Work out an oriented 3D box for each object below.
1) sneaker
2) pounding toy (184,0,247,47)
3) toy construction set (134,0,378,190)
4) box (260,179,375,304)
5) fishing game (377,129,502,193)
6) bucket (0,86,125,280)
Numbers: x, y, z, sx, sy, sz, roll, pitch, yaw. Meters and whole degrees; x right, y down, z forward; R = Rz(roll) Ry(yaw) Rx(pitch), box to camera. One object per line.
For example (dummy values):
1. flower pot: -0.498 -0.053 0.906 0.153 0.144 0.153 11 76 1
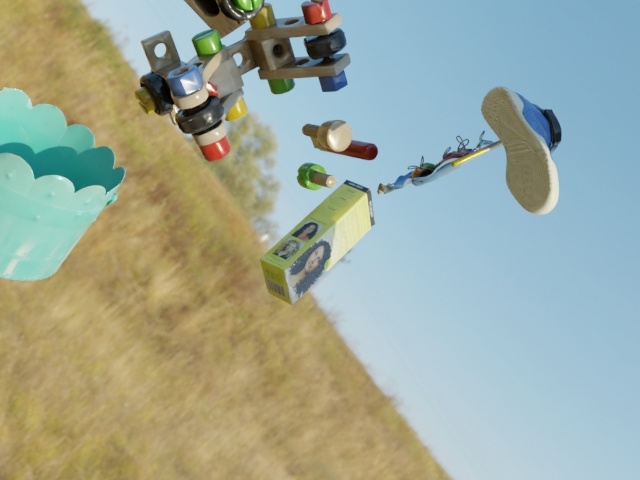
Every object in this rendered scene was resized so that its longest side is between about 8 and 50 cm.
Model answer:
1. sneaker: 0.229 -0.091 0.885 0.084 0.058 0.152 10 50 -40
2. pounding toy: -0.148 -0.405 1.462 0.206 0.181 0.094 44 -35 -23
3. toy construction set: -0.095 -0.201 1.109 0.309 0.257 0.237 41 -13 -35
4. box: 0.000 0.000 1.413 0.058 0.232 0.087 24 -36 32
5. fishing game: 0.163 -0.109 1.104 0.041 0.189 0.264 67 -13 -2
6. bucket: -0.445 -0.085 1.211 0.281 0.183 0.281 32 16 -10
